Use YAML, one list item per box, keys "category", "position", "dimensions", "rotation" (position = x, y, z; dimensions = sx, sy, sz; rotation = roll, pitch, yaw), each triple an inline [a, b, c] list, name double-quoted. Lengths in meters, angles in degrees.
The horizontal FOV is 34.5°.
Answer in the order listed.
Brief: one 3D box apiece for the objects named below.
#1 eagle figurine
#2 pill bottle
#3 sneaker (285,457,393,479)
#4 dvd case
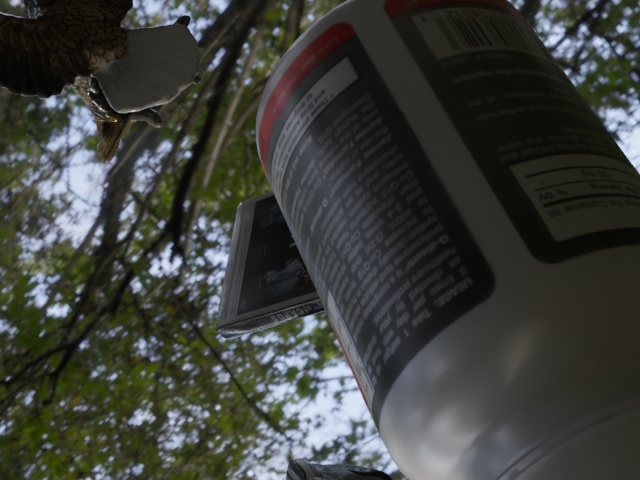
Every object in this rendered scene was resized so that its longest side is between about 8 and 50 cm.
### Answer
- category: "eagle figurine"
  position: [-0.271, -0.208, 0.961]
  dimensions: [0.298, 0.225, 0.226]
  rotation: [41, -159, -34]
- category: "pill bottle"
  position: [0.108, 0.026, 0.627]
  dimensions: [0.210, 0.210, 0.363]
  rotation: [8, -136, -36]
- category: "sneaker"
  position: [0.057, 0.325, 1.228]
  dimensions: [0.132, 0.086, 0.229]
  rotation: [1, -159, -27]
- category: "dvd case"
  position: [0.000, 0.000, 1.103]
  dimensions: [0.029, 0.239, 0.179]
  rotation: [45, -142, -38]
